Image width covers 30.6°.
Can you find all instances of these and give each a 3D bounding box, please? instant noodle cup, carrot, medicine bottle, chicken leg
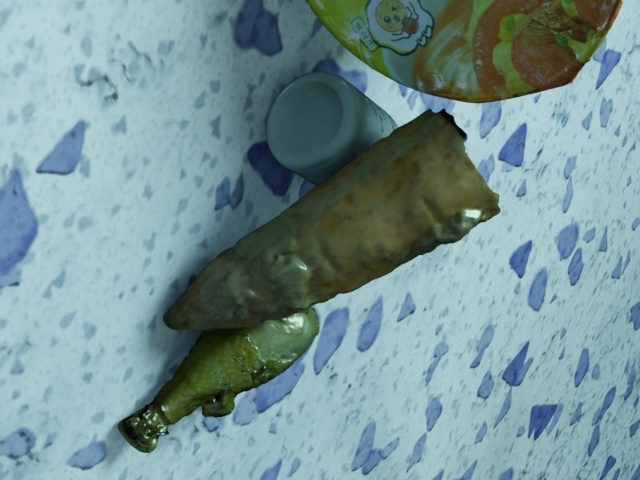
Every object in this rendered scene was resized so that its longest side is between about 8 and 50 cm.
[{"bbox_3d":[0.122,-0.258,0.826,0.200,0.264,0.264,-51,146,-42],"label":"instant noodle cup"},{"bbox_3d":[0.000,0.000,0.854,0.263,0.102,0.102,-29,144,4],"label":"carrot"},{"bbox_3d":[0.021,-0.075,0.921,0.130,0.080,0.080,28,84,-59],"label":"medicine bottle"},{"bbox_3d":[-0.077,0.103,0.903,0.178,0.070,0.093,-38,144,-29],"label":"chicken leg"}]
